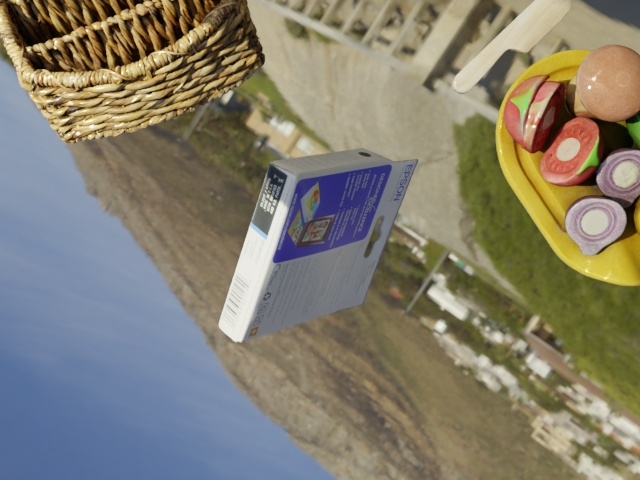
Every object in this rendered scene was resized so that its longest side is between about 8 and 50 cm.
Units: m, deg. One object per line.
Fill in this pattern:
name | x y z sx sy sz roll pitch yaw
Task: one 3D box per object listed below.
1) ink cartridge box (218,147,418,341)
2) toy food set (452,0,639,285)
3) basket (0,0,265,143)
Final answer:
ink cartridge box | 0.000 0.000 0.992 0.045 0.206 0.208 37 -149 32
toy food set | 0.195 -0.069 0.624 0.218 0.128 0.071 54 174 -3
basket | -0.244 -0.282 1.131 0.213 0.299 0.223 -112 3 -47
